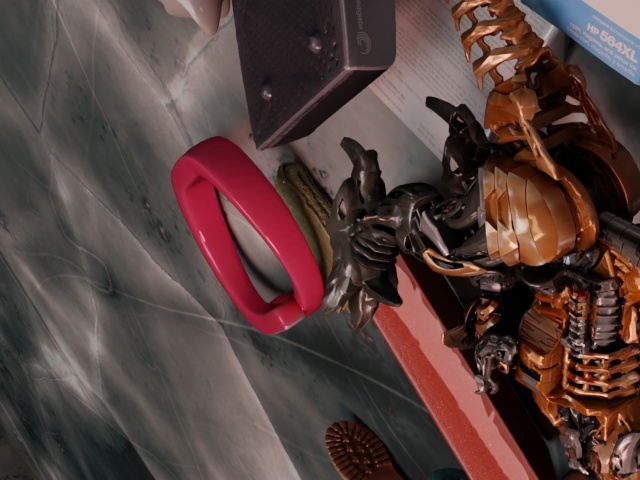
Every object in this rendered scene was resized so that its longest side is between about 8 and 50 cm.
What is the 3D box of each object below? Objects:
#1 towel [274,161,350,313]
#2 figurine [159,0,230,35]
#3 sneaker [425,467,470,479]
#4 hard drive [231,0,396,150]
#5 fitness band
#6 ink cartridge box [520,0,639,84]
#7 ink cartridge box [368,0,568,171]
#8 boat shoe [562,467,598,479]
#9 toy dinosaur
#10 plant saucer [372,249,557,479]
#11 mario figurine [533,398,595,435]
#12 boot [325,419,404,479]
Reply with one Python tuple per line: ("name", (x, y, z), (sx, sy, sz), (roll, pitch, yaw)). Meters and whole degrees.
("towel", (0.000, 0.000, 1.204), (0.148, 0.027, 0.110), (51, 155, 15))
("figurine", (-0.116, -0.276, 0.958), (0.215, 0.092, 0.209), (-82, -30, -60))
("sneaker", (0.200, 0.260, 1.074), (0.275, 0.107, 0.110), (24, 118, 44))
("hard drive", (-0.013, -0.207, 0.858), (0.172, 0.054, 0.255), (-34, 61, 60))
("fitness band", (-0.079, -0.004, 1.275), (0.209, 0.054, 0.291), (60, 165, -2))
("ink cartridge box", (0.175, -0.172, 0.626), (0.090, 0.092, 0.143), (45, 152, 28))
("ink cartridge box", (0.098, -0.181, 0.829), (0.189, 0.066, 0.232), (49, 134, 22))
("boat shoe", (0.282, 0.264, 0.897), (0.257, 0.095, 0.095), (63, 157, 9))
("toy dinosaur", (0.125, -0.016, 0.719), (0.218, 0.164, 0.322), (6, 96, 58))
("plant saucer", (0.096, 0.087, 0.947), (0.258, 0.047, 0.259), (59, -172, 1))
("mario figurine", (0.240, 0.143, 0.749), (0.198, 0.170, 0.320), (45, 175, -42))
("boot", (0.058, 0.273, 1.362), (0.158, 0.059, 0.085), (49, 158, 17))
